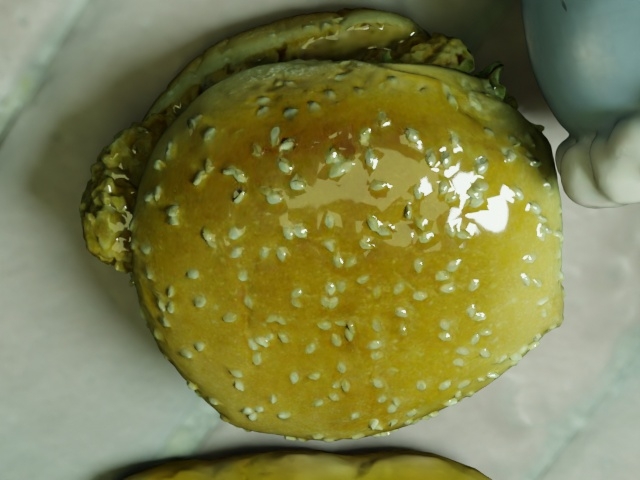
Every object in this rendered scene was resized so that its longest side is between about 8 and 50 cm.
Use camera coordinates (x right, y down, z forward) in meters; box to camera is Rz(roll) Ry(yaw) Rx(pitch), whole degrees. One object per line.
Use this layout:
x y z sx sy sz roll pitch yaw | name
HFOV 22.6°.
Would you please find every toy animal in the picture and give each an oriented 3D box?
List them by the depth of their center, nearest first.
0.157 -0.118 0.666 0.156 0.208 0.204 -14 97 40 | toy animal

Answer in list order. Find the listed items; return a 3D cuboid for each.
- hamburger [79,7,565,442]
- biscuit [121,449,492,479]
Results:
0.000 0.000 0.730 0.215 0.122 0.189 -9 111 2 | hamburger
-0.029 0.269 0.845 0.329 0.078 0.335 -19 107 9 | biscuit
